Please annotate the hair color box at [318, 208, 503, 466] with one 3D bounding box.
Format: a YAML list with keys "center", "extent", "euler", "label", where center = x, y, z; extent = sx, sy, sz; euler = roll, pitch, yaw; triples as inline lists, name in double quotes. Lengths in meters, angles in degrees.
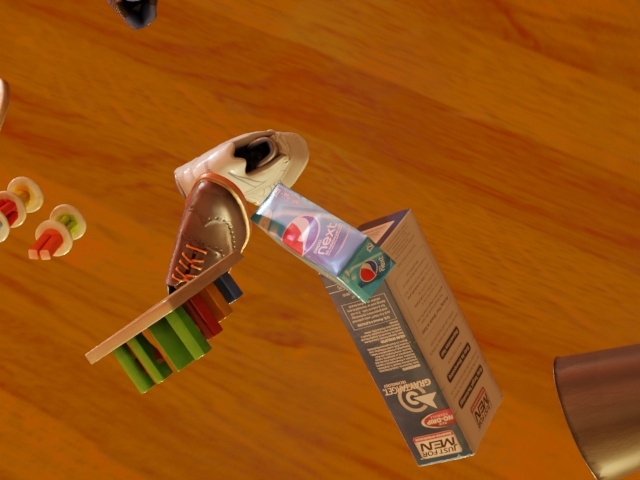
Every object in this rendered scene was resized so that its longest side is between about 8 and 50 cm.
- center: [0.142, 0.147, 1.955]
  extent: [0.105, 0.174, 0.347]
  euler: [-19, 106, 32]
  label: "hair color box"

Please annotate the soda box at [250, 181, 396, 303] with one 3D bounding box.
- center: [0.000, 0.000, 1.679]
  extent: [0.067, 0.071, 0.210]
  euler: [-52, 41, -5]
  label: "soda box"

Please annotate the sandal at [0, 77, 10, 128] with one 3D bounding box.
- center: [-0.391, -0.076, 1.207]
  extent: [0.240, 0.079, 0.088]
  euler: [-39, 50, 26]
  label: "sandal"

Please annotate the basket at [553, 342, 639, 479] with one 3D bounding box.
- center: [0.454, 0.209, 1.723]
  extent: [0.227, 0.154, 0.204]
  euler: [-21, 118, 22]
  label: "basket"

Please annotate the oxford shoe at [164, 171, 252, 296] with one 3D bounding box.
- center: [-0.159, 0.021, 1.771]
  extent: [0.097, 0.098, 0.271]
  euler: [21, 138, 8]
  label: "oxford shoe"

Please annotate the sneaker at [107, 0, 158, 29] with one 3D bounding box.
- center: [-0.201, -0.303, 1.377]
  extent: [0.083, 0.221, 0.087]
  euler: [-23, 72, -7]
  label: "sneaker"

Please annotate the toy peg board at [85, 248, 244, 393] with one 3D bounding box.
- center: [-0.168, 0.104, 1.551]
  extent: [0.161, 0.160, 0.079]
  euler: [-32, 93, 35]
  label: "toy peg board"

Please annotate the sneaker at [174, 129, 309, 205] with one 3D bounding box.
- center: [-0.091, -0.116, 1.969]
  extent: [0.129, 0.297, 0.111]
  euler: [-34, 88, 33]
  label: "sneaker"

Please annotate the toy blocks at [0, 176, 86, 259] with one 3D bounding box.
- center: [-0.387, -0.013, 1.688]
  extent: [0.123, 0.148, 0.054]
  euler: [33, 120, -1]
  label: "toy blocks"
